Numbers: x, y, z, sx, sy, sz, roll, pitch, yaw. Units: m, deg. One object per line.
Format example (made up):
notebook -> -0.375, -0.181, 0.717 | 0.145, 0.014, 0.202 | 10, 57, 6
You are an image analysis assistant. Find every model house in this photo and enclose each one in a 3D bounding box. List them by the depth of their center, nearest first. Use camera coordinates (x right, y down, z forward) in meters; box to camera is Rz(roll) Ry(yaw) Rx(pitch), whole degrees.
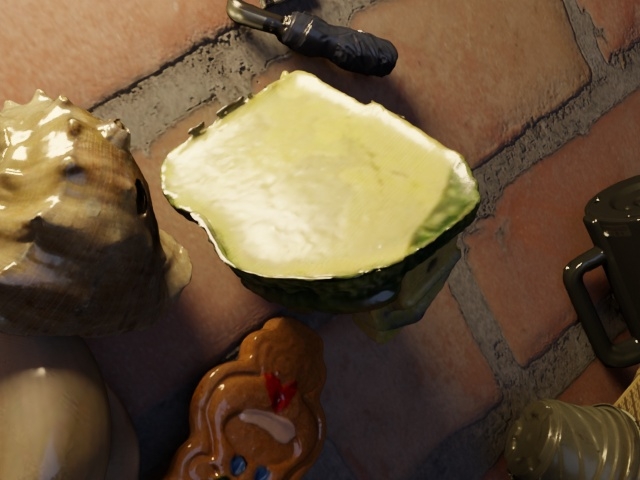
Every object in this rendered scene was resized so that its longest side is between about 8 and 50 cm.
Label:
model house -> 0.000, 0.000, 0.689 | 0.261, 0.321, 0.266 | -40, 147, -20

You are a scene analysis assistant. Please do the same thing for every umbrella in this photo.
umbrella -> -0.010, -0.279, 0.806 | 0.249, 0.071, 0.070 | 7, 88, -21

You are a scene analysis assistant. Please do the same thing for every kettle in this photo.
kettle -> 0.601, 0.063, 1.022 | 0.262, 0.203, 0.307 | -32, 107, -23

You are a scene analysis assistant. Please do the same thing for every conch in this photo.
conch -> -0.264, -0.023, 0.598 | 0.324, 0.186, 0.263 | 21, 48, -28

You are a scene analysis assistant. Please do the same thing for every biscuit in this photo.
biscuit -> -0.084, 0.255, 0.740 | 0.202, 0.047, 0.333 | 38, 60, -25

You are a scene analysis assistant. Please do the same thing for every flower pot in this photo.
flower pot -> 0.394, 0.351, 0.941 | 0.141, 0.235, 0.235 | 26, 80, 0

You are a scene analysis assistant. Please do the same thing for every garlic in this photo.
garlic -> -0.315, 0.216, 0.635 | 0.246, 0.231, 0.339 | -8, 73, 17

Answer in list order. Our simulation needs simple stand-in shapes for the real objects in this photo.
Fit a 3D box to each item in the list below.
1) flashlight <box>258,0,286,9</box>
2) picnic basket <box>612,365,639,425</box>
flashlight -> -0.047, -0.345, 0.806 | 0.083, 0.018, 0.018 | -30, 104, -22
picnic basket -> 0.595, 0.307, 0.930 | 0.175, 0.228, 0.312 | 27, 120, 9
